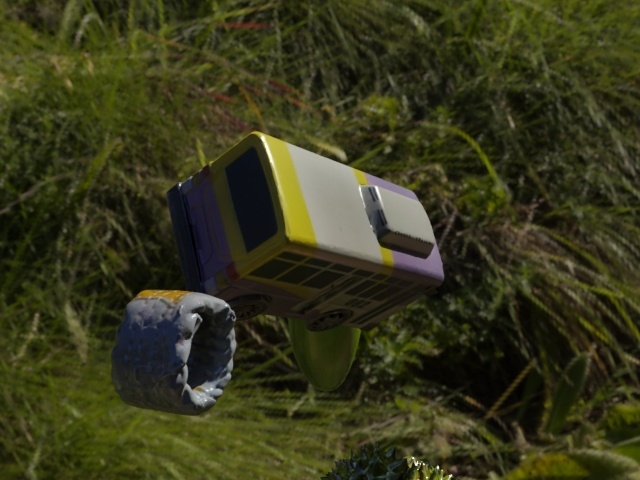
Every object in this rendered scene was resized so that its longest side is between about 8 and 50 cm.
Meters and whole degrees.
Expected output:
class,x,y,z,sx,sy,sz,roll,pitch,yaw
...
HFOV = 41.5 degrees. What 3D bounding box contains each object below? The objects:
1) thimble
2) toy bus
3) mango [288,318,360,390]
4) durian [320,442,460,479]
class,x,y,z,sx,sy,sz,roll,pitch,yaw
thimble,-0.178,0.138,1.049,0.118,0.151,0.127,3,-9,29
toy bus,0.000,0.000,1.359,0.249,0.209,0.440,-33,-30,30
mango,0.009,0.156,1.725,0.156,0.342,0.192,4,24,9
durian,0.089,0.391,1.008,0.225,0.291,0.291,-27,10,-32
